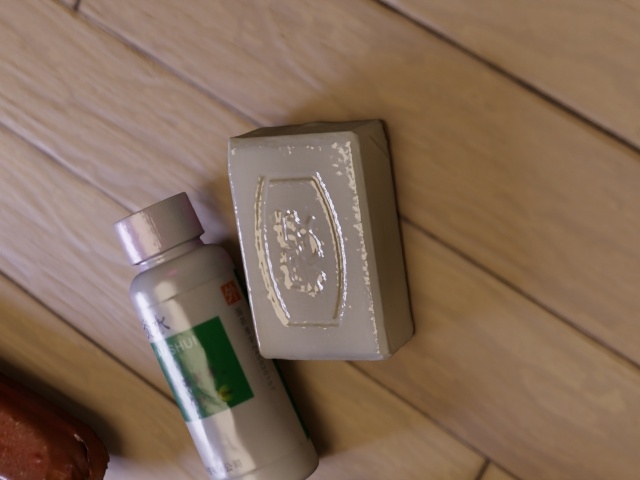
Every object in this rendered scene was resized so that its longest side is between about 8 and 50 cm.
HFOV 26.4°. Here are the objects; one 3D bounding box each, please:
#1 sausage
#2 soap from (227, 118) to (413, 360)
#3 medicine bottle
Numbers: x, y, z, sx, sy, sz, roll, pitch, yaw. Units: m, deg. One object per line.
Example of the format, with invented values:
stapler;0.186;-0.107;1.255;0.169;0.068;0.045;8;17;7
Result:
sausage;-0.341;0.165;1.324;0.330;0.102;0.102;23;116;23
soap;0.000;0.000;1.076;0.121;0.064;0.183;-2;105;30
medicine bottle;-0.090;0.090;1.144;0.095;0.095;0.260;-21;92;35
